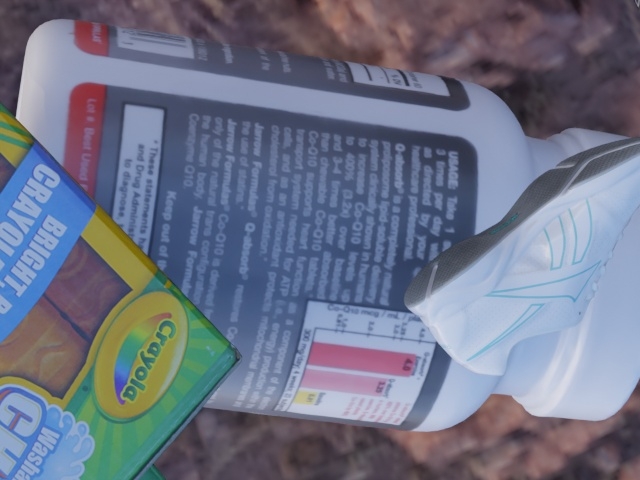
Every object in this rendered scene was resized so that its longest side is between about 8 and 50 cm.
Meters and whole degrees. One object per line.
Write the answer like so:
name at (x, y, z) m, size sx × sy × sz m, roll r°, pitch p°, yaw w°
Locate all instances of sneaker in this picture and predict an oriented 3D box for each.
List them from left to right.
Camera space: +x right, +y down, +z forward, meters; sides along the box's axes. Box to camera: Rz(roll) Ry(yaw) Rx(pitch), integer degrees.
sneaker at (0.114, 0.005, 0.919) m, size 0.152 × 0.054 × 0.061 m, roll -37°, pitch 103°, yaw -6°

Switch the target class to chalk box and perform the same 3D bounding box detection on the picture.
chalk box at (-0.173, 0.065, 0.867) m, size 0.289 × 0.179 × 0.180 m, roll 46°, pitch 66°, yaw -13°

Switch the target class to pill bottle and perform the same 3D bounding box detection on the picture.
pill bottle at (0.000, 0.000, 1.104) m, size 0.363 × 0.210 × 0.210 m, roll 8°, pitch 132°, yaw -10°

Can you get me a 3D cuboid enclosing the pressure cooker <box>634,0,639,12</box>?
pressure cooker at (0.427, -0.325, 1.537) m, size 0.375 × 0.370 × 0.420 m, roll -51°, pitch 152°, yaw -10°
